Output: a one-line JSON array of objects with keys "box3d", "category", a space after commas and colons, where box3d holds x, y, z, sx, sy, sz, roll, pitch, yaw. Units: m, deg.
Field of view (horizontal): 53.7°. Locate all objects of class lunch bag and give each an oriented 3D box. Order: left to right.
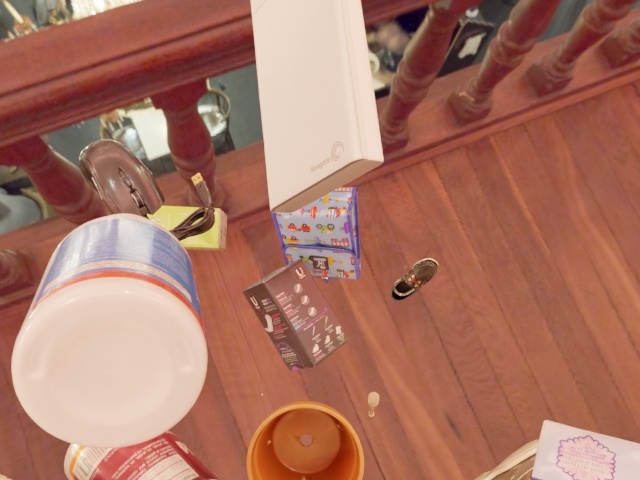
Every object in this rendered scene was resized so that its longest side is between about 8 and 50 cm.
[{"box3d": [0.000, 0.000, 1.822, 0.221, 0.293, 0.138, 1, 38, 12], "category": "lunch bag"}]

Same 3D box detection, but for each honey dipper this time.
[{"box3d": [0.145, 0.456, 1.745, 0.031, 0.160, 0.030, -1, 59, 2], "category": "honey dipper"}]

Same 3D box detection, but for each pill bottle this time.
[{"box3d": [-0.159, 0.050, 0.503, 0.125, 0.221, 0.124, -5, 110, -13], "category": "pill bottle"}, {"box3d": [-0.342, 0.543, 1.336, 0.392, 0.224, 0.224, 34, 74, 30], "category": "pill bottle"}]

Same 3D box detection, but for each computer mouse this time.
[{"box3d": [-0.300, -0.101, 1.112, 0.184, 0.060, 0.262, -26, 72, -22], "category": "computer mouse"}]

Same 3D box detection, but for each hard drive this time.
[{"box3d": [-0.018, -0.239, 0.891, 0.047, 0.233, 0.352, 1, 75, -33], "category": "hard drive"}]

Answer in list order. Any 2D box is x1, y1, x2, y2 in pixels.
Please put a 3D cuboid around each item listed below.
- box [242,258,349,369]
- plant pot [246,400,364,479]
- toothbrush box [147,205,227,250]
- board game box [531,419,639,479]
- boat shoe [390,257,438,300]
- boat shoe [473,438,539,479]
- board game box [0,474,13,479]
[{"box3d": [-0.070, 0.210, 1.775, 0.143, 0.165, 0.270, -33, 94, -32], "category": "box"}, {"box3d": [-0.038, 0.547, 1.654, 0.291, 0.203, 0.290, 0, 91, -1], "category": "plant pot"}, {"box3d": [-0.431, -0.035, 1.886, 0.284, 0.206, 0.122, 4, 86, -4], "category": "toothbrush box"}, {"box3d": [0.348, 0.317, 0.551, 0.318, 0.318, 0.066, 8, 40, 26], "category": "board game box"}, {"box3d": [0.201, 0.086, 1.349, 0.049, 0.133, 0.042, 42, 39, -6], "category": "boat shoe"}, {"box3d": [0.494, 0.629, 1.662, 0.091, 0.109, 0.305, 52, 122, 19], "category": "boat shoe"}, {"box3d": [-0.574, 0.531, 1.204, 0.194, 0.045, 0.146, 13, 116, 21], "category": "board game box"}]
